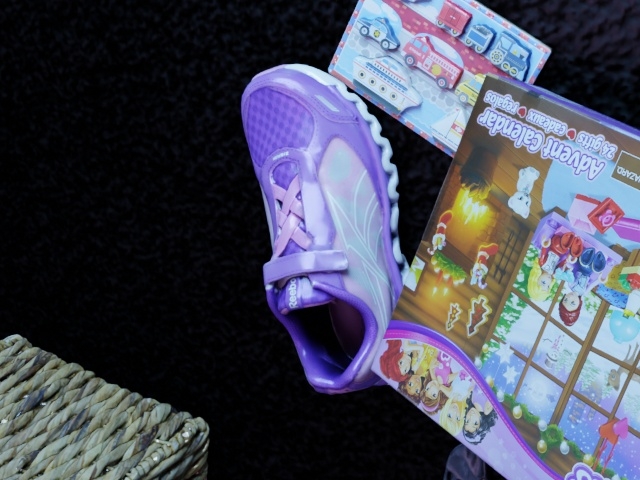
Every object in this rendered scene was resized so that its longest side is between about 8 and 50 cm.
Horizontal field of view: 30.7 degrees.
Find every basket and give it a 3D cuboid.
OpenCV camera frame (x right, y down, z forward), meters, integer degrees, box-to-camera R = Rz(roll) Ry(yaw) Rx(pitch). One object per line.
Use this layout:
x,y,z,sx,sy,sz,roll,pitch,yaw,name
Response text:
-0.259,0.242,0.905,0.223,0.299,0.213,20,118,23,basket

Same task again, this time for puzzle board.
0.071,-0.114,0.742,0.128,0.011,0.096,37,123,16,puzzle board

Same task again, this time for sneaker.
0.000,0.000,0.772,0.095,0.104,0.236,-15,98,37,sneaker

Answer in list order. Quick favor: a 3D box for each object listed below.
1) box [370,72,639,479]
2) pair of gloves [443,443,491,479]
0.165,0.051,0.617,0.293,0.057,0.201,35,110,47,box
0.125,0.172,0.814,0.083,0.010,0.074,23,119,24,pair of gloves
